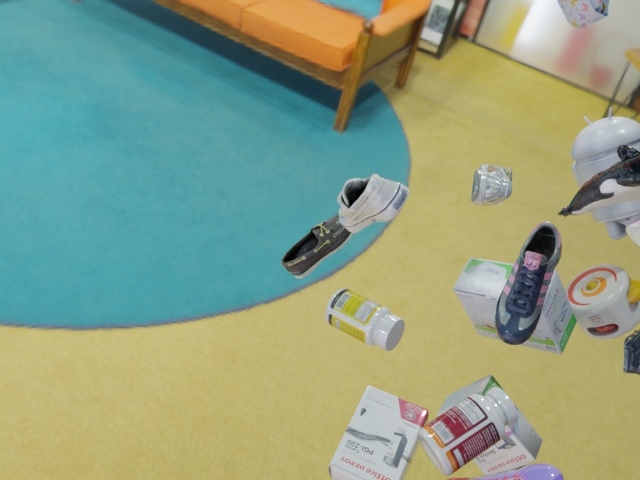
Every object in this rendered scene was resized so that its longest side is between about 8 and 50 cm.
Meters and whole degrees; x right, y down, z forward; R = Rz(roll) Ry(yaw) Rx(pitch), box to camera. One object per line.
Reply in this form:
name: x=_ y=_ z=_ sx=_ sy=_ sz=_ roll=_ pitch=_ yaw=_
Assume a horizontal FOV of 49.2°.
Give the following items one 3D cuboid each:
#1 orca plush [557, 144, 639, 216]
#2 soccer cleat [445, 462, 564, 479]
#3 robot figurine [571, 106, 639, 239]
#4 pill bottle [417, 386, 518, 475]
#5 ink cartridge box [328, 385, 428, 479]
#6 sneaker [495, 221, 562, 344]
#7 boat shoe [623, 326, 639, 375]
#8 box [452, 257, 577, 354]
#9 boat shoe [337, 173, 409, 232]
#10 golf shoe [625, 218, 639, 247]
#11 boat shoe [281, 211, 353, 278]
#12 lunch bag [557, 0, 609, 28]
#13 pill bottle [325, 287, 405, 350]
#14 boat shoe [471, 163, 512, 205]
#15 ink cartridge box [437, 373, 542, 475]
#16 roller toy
orca plush: x=0.586 y=-0.127 z=1.333 sx=0.151 sy=0.287 sz=0.102 roll=6 pitch=73 yaw=-19
soccer cleat: x=0.267 y=0.413 z=1.134 sx=0.095 sy=0.248 sz=0.083 roll=46 pitch=30 yaw=-39
robot figurine: x=0.811 y=-0.184 z=1.908 sx=0.199 sy=0.300 sz=0.353 roll=-20 pitch=92 yaw=-25
pill bottle: x=0.241 y=0.305 z=1.135 sx=0.152 sy=0.086 sz=0.086 roll=-30 pitch=52 yaw=-11
ink cartridge box: x=0.134 y=0.464 z=1.591 sx=0.158 sy=0.092 sz=0.218 roll=19 pitch=58 yaw=18
sneaker: x=0.500 y=0.094 z=1.698 sx=0.112 sy=0.131 sz=0.319 roll=15 pitch=64 yaw=24
boat shoe: x=0.692 y=0.201 z=1.486 sx=0.083 sy=0.065 sz=0.183 roll=4 pitch=62 yaw=29
box: x=0.532 y=0.178 z=1.921 sx=0.262 sy=0.231 sz=0.127 roll=9 pitch=55 yaw=43
boat shoe: x=0.077 y=-0.079 z=1.292 sx=0.084 sy=0.258 sz=0.095 roll=33 pitch=73 yaw=-12
golf shoe: x=0.616 y=-0.105 z=1.151 sx=0.115 sy=0.306 sz=0.140 roll=33 pitch=-3 yaw=-31
boat shoe: x=0.000 y=0.000 z=1.761 sx=0.068 sy=0.228 sz=0.081 roll=41 pitch=7 yaw=-42
lunch bag: x=0.457 y=-0.415 z=1.214 sx=0.053 sy=0.071 sz=0.083 roll=-30 pitch=97 yaw=-17
pill bottle: x=0.127 y=0.227 z=1.995 sx=0.208 sy=0.119 sz=0.119 roll=25 pitch=37 yaw=31
boat shoe: x=0.474 y=-0.146 z=1.895 sx=0.103 sy=0.118 sz=0.320 roll=8 pitch=6 yaw=17
ink cartridge box: x=0.422 y=0.465 z=1.743 sx=0.212 sy=0.154 sz=0.093 roll=51 pitch=37 yaw=-1
roller toy: x=0.791 y=0.168 z=1.961 sx=0.146 sy=0.191 sz=0.209 roll=48 pitch=1 yaw=-22
